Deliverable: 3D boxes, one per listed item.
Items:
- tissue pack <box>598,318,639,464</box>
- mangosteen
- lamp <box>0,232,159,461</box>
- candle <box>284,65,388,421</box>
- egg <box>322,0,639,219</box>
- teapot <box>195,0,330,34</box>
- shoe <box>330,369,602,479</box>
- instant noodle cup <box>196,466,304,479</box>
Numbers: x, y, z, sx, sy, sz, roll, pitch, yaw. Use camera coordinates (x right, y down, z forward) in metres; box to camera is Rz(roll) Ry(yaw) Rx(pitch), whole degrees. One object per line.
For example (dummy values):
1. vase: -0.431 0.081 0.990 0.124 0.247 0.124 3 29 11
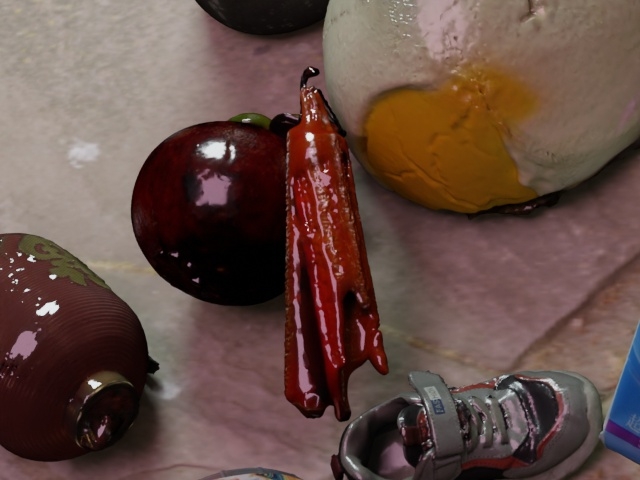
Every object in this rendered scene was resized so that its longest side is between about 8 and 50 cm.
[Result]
1. tissue pack: 0.352 0.109 1.257 0.263 0.146 0.198 29 111 37
2. mangosteen: -0.069 -0.037 1.611 0.199 0.200 0.200 -13 61 25
3. lamp: -0.250 0.095 1.650 0.258 0.180 0.180 36 88 36
4. candle: 0.000 0.000 1.495 0.084 0.059 0.302 -1 72 -16
5. egg: 0.125 -0.191 1.544 0.337 0.201 0.337 -12 61 23
6. teapot: -0.050 -0.352 1.670 0.305 0.285 0.223 -14 61 26
7. shoe: 0.101 0.145 1.437 0.227 0.125 0.099 -23 54 21
8. instant noodle cup: -0.049 0.291 1.396 0.302 0.258 0.182 -34 40 4
